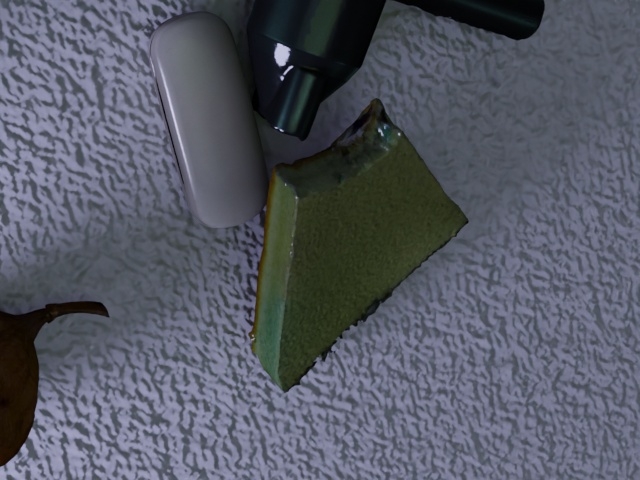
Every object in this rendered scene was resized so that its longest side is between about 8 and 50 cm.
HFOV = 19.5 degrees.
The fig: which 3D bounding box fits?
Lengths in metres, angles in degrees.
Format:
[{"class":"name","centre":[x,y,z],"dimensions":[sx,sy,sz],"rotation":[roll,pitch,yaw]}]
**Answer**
[{"class":"fig","centre":[-0.288,0.098,1.646],"dimensions":[0.201,0.134,0.146],"rotation":[-51,149,-25]}]

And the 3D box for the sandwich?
[{"class":"sandwich","centre":[0.000,0.000,1.711],"dimensions":[0.245,0.063,0.212],"rotation":[-44,142,-3]}]

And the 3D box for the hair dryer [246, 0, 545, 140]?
[{"class":"hair dryer","centre":[0.076,-0.196,1.716],"dimensions":[0.302,0.116,0.244],"rotation":[13,103,-33]}]

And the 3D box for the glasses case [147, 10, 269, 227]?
[{"class":"glasses case","centre":[-0.100,-0.108,1.686],"dimensions":[0.081,0.051,0.204],"rotation":[-19,112,-18]}]
